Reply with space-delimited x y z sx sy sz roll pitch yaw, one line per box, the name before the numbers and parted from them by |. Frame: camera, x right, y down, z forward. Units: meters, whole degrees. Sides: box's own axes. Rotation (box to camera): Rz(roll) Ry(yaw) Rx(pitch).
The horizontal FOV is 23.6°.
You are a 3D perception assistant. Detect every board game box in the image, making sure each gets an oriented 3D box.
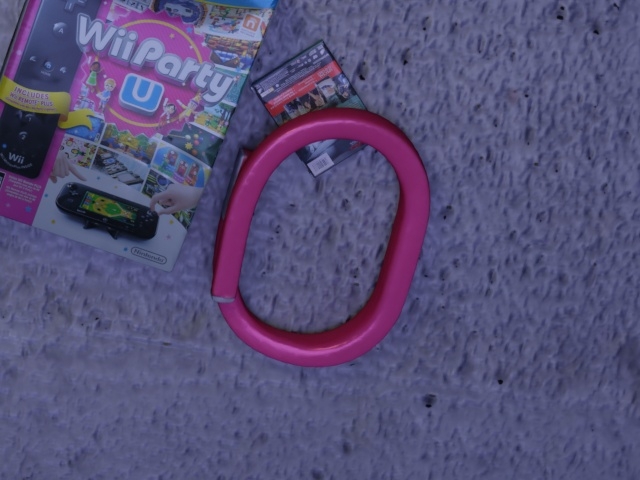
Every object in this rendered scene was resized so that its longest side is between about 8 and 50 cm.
board game box | -0.197 -0.149 1.492 0.224 0.097 0.303 19 107 -12

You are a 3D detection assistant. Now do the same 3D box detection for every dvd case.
dvd case | -0.003 -0.133 1.559 0.087 0.013 0.119 -32 109 7

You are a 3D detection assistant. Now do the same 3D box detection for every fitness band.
fitness band | 0.000 0.000 1.580 0.209 0.054 0.290 10 114 -11
